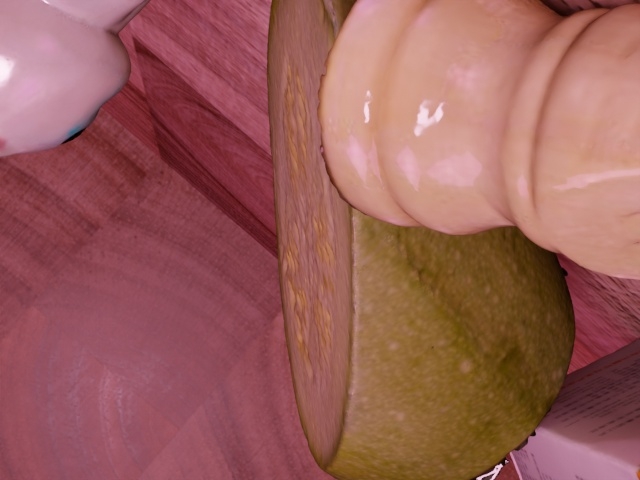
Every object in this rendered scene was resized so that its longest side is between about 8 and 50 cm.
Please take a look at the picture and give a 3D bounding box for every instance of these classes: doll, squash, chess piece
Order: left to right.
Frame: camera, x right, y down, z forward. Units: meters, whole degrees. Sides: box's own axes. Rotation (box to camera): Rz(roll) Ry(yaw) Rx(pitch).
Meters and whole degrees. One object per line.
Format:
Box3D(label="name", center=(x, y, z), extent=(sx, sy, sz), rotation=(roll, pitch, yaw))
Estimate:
Box3D(label="doll", center=(-0.122, -0.120, 0.585), extent=(0.107, 0.181, 0.110), rotation=(29, -178, -39))
Box3D(label="squash", center=(0.000, 0.000, 0.605), extent=(0.189, 0.189, 0.260), rotation=(34, 175, 45))
Box3D(label="chess piece", center=(0.098, -0.026, 0.366), extent=(0.200, 0.090, 0.090), rotation=(20, 161, 42))

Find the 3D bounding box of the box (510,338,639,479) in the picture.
Box3D(label="box", center=(0.202, 0.167, 0.587), extent=(0.299, 0.106, 0.200), rotation=(177, 71, -80))
